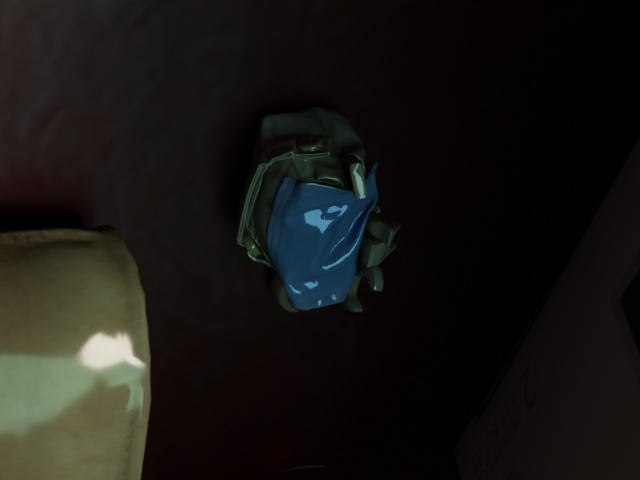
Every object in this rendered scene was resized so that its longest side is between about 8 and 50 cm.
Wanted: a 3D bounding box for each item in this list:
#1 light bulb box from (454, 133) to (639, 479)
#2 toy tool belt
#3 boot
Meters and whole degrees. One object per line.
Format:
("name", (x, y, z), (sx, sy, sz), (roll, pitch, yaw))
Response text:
("light bulb box", (0.281, 0.068, 0.361), (0.361, 0.225, 0.358), (7, 134, -14))
("toy tool belt", (0.000, 0.000, 0.368), (0.052, 0.051, 0.083), (-14, 128, -22))
("boot", (-0.191, 0.114, 0.310), (0.269, 0.089, 0.236), (-5, 124, -30))
